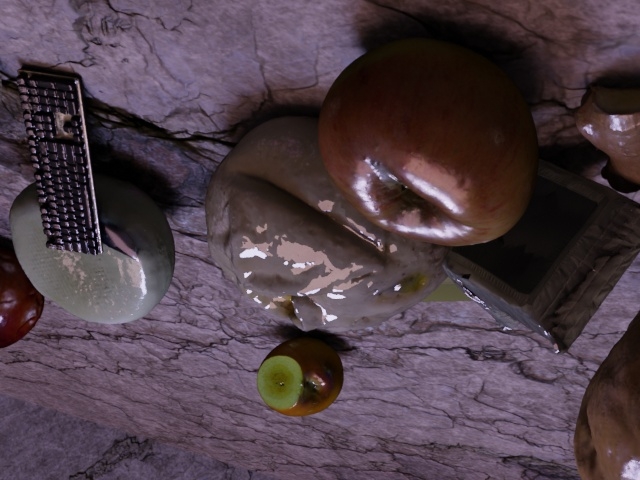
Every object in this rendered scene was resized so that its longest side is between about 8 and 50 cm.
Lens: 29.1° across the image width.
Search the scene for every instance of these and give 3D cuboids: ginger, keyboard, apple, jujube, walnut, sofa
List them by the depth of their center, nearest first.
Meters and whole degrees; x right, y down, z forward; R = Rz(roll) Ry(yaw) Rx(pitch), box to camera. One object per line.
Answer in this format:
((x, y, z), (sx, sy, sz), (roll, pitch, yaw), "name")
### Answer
((0.128, -0.112, 1.402), (0.261, 0.194, 0.261), (15, 155, 7), "apple")
((0.367, -0.104, 1.406), (0.137, 0.074, 0.213), (23, 160, 33), "ginger")
((0.297, 0.032, 1.520), (0.176, 0.210, 0.225), (41, 173, -37), "sofa")
((0.525, 0.217, 1.642), (0.384, 0.383, 0.383), (15, 157, 6), "walnut")
((-0.383, -0.108, 1.809), (0.106, 0.027, 0.317), (10, 130, 13), "keyboard")
((-0.035, 0.265, 2.405), (0.163, 0.146, 0.147), (-11, -166, -29), "apple")
((-0.674, 0.119, 2.497), (0.223, 0.223, 0.318), (21, 164, -9), "jujube")

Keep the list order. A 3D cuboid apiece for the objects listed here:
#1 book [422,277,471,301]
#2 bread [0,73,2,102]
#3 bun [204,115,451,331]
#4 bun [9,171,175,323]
((0.188, 0.020, 1.862), (0.352, 0.035, 0.239), (-5, 146, 43), "book")
((-0.540, -0.215, 1.717), (0.141, 0.134, 0.148), (11, 145, 25), "bread")
((0.000, 0.000, 1.697), (0.365, 0.219, 0.365), (16, 152, 9), "bun")
((-0.354, -0.008, 2.011), (0.283, 0.179, 0.283), (12, 129, 16), "bun")
